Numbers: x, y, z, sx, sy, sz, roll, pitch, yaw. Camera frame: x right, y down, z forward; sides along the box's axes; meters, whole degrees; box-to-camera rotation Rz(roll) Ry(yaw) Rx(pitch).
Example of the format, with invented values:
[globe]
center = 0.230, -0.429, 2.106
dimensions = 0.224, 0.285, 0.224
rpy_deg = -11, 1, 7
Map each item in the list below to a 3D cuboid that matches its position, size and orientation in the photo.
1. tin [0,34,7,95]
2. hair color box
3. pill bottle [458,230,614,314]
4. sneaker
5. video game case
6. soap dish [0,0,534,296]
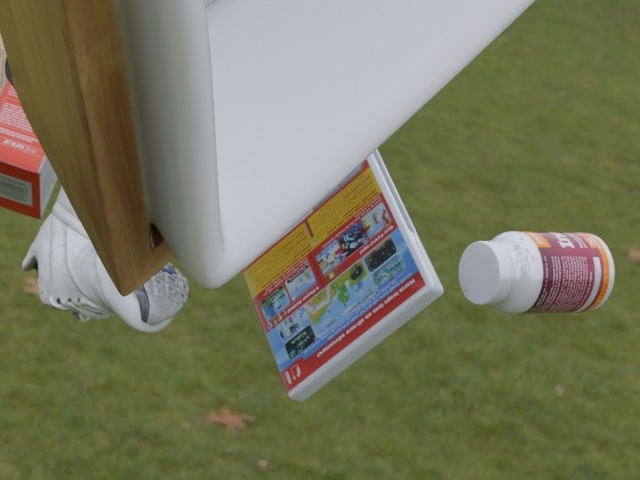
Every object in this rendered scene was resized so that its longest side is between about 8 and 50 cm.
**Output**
[tin]
center = -0.316, -0.193, 1.559
dimensions = 0.106, 0.189, 0.040
rpy_deg = -4, -24, 7
[hair color box]
center = -0.173, -0.093, 0.912
dimensions = 0.043, 0.141, 0.072
rpy_deg = 19, -26, -2
[pill bottle]
center = 0.220, 0.033, 1.468
dimensions = 0.152, 0.086, 0.086
rpy_deg = 0, 23, -34
[sneaker]
center = -0.243, 0.043, 1.596
dimensions = 0.111, 0.129, 0.297
rpy_deg = 35, 1, -33
[video game case]
center = 0.000, 0.000, 1.524
dimensions = 0.025, 0.204, 0.285
rpy_deg = 25, 34, -47
[soap dish]
center = 0.009, -0.143, 0.471
dimensions = 0.118, 0.229, 0.291
rpy_deg = 37, 65, 19
